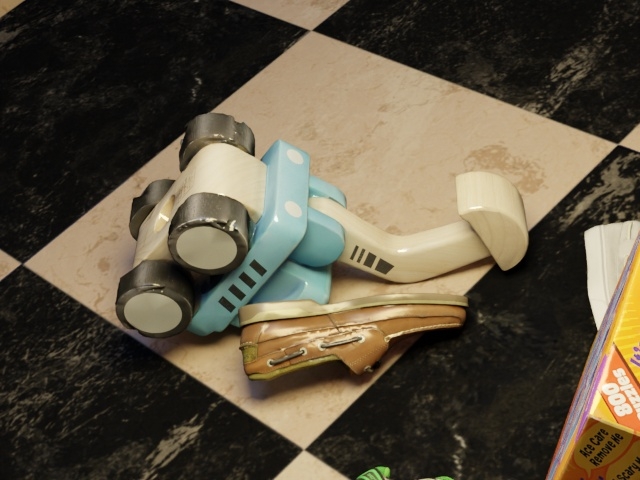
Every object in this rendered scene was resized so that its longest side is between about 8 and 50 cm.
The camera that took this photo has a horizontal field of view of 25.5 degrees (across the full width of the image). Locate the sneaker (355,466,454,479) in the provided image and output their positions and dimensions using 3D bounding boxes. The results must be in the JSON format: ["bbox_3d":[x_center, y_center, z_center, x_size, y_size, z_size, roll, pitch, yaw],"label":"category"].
[{"bbox_3d":[0.156,0.330,1.579,0.344,0.134,0.146,13,50,33],"label":"sneaker"}]

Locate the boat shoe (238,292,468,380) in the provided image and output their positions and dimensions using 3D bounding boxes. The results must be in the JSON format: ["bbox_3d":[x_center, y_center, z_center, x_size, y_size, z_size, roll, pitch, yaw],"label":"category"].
[{"bbox_3d":[0.046,0.130,1.876,0.307,0.111,0.104,-5,78,1],"label":"boat shoe"}]

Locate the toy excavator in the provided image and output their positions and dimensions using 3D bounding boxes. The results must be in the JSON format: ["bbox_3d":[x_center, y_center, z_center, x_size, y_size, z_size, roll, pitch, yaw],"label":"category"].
[{"bbox_3d":[0.000,0.000,1.957,0.433,0.445,0.222,-48,28,35],"label":"toy excavator"}]

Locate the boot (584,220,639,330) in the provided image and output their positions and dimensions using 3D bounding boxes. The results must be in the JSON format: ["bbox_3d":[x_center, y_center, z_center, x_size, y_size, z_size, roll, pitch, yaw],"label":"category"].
[{"bbox_3d":[0.408,0.061,1.796,0.123,0.095,0.258,-15,40,17],"label":"boot"}]

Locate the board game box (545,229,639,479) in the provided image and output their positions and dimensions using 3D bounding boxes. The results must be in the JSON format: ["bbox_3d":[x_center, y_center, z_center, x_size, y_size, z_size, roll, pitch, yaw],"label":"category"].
[{"bbox_3d":[0.430,0.191,1.373,0.356,0.356,0.356,21,52,9],"label":"board game box"}]
